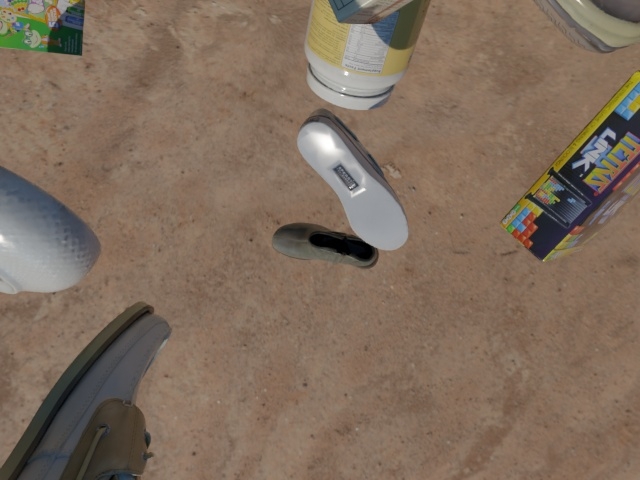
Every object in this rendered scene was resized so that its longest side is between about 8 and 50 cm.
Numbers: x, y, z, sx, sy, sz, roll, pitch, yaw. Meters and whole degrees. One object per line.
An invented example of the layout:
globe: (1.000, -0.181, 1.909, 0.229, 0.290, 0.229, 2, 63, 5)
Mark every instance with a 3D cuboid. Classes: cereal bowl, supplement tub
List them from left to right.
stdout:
cereal bowl: (-0.587, -0.004, 0.962, 0.338, 0.141, 0.339, 17, 150, 10)
supplement tub: (0.097, -0.472, 1.116, 0.241, 0.241, 0.331, 6, 137, -9)

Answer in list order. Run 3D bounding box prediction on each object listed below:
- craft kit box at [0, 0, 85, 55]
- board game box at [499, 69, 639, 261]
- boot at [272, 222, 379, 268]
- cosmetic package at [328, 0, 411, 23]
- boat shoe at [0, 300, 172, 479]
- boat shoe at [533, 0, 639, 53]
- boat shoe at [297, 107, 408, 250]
craft kit box: (-0.594, -0.486, 1.038, 0.246, 0.061, 0.250, -1, 150, -27)
board game box: (0.236, -0.051, 0.442, 0.048, 0.170, 0.141, 49, 117, 23)
boot: (0.000, 0.000, 1.085, 0.246, 0.161, 0.084, 10, 84, 14)
cosmetic package: (0.133, -0.393, 0.613, 0.296, 0.129, 0.153, -19, 99, 34)
boat shoe: (-0.196, 0.184, 0.443, 0.103, 0.302, 0.113, 27, 134, -2)
boat shoe: (0.242, -0.250, 0.257, 0.132, 0.130, 0.355, 34, 85, -11)
boat shoe: (0.061, -0.101, 0.879, 0.096, 0.088, 0.267, -30, 114, 32)
